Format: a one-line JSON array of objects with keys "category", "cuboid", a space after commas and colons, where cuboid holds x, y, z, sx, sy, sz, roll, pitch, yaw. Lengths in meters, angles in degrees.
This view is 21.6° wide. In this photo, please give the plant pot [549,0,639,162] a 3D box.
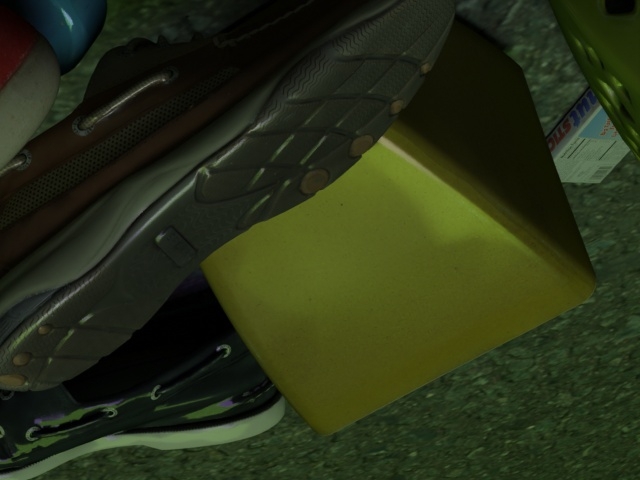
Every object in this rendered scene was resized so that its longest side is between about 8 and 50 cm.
[{"category": "plant pot", "cuboid": [0.298, -0.107, 1.058, 0.228, 0.207, 0.227, -29, 144, 9]}]

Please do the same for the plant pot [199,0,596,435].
[{"category": "plant pot", "cuboid": [0.015, -0.041, 1.055, 0.212, 0.212, 0.187, -30, 137, 20]}]

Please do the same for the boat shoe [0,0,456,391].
[{"category": "boat shoe", "cuboid": [-0.075, -0.059, 0.881, 0.324, 0.116, 0.123, -37, 158, -7]}]

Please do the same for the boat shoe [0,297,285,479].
[{"category": "boat shoe", "cuboid": [-0.193, 0.103, 1.266, 0.340, 0.127, 0.113, -5, 120, -10]}]

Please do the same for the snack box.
[{"category": "snack box", "cuboid": [0.225, -0.101, 1.241, 0.064, 0.022, 0.178, 2, 146, -29]}]

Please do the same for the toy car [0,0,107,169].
[{"category": "toy car", "cuboid": [-0.268, -0.105, 0.828, 0.210, 0.219, 0.238, -25, 117, 39]}]
